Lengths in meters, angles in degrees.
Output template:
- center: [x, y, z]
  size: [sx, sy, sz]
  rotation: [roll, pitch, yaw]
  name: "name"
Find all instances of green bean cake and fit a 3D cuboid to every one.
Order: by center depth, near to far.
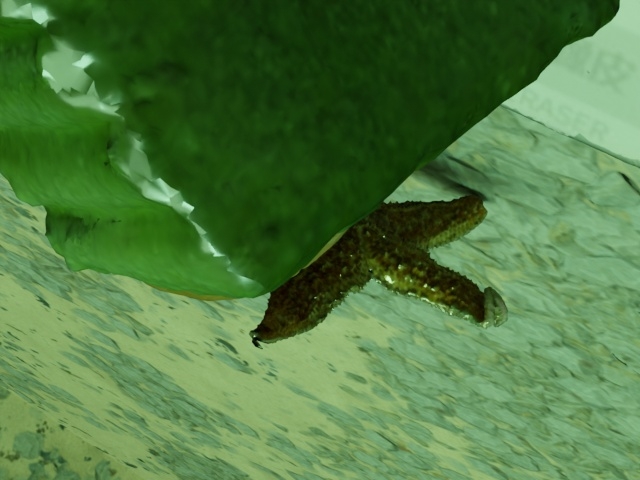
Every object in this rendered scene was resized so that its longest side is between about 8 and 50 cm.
- center: [-0.030, -0.116, 0.580]
  size: [0.125, 0.248, 0.222]
  rotation: [0, 126, 53]
  name: "green bean cake"

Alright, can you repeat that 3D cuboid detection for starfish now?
- center: [0.000, -0.001, 1.004]
  size: [0.240, 0.227, 0.043]
  rotation: [26, 119, 33]
  name: "starfish"

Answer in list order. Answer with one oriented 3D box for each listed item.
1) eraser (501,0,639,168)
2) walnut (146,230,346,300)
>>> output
- center: [0.066, -0.120, 0.735]
  size: [0.352, 0.061, 0.089]
  rotation: [25, 133, 10]
  name: "eraser"
- center: [-0.064, -0.077, 0.876]
  size: [0.195, 0.195, 0.222]
  rotation: [18, 138, 29]
  name: "walnut"
